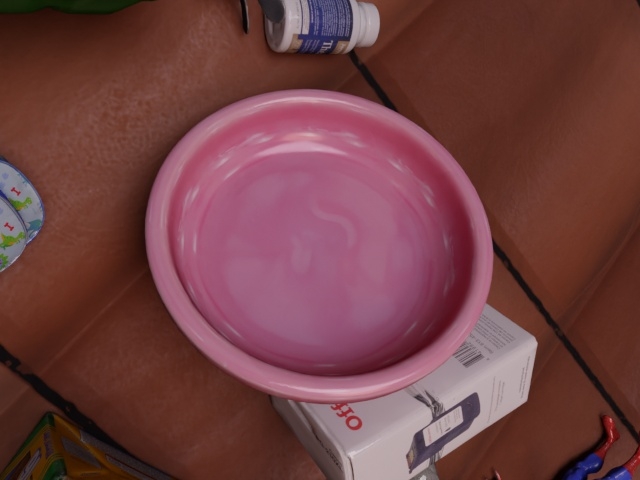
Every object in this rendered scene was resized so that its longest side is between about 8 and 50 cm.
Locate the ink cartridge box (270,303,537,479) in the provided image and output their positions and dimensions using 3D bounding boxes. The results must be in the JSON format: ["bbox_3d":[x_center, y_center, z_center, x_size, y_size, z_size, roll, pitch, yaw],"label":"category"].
[{"bbox_3d":[0.079,0.142,0.620,0.237,0.172,0.100,-23,128,-24],"label":"ink cartridge box"}]

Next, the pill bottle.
[{"bbox_3d":[0.003,-0.244,0.652,0.120,0.067,0.067,-7,93,-26],"label":"pill bottle"}]

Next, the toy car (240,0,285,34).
[{"bbox_3d":[-0.062,-0.311,0.581,0.148,0.155,0.189,-11,104,-26],"label":"toy car"}]

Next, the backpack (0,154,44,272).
[{"bbox_3d":[-0.295,-0.018,0.484,0.114,0.084,0.105,-45,141,-29],"label":"backpack"}]

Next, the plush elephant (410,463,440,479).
[{"bbox_3d":[0.030,0.369,0.552,0.330,0.272,0.255,-50,138,7],"label":"plush elephant"}]

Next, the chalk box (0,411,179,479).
[{"bbox_3d":[-0.235,0.329,0.473,0.180,0.179,0.289,40,74,-22],"label":"chalk box"}]

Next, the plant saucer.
[{"bbox_3d":[0.000,0.000,0.577,0.331,0.084,0.333,5,61,-8],"label":"plant saucer"}]

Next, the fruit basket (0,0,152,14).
[{"bbox_3d":[-0.266,-0.305,0.356,0.391,0.392,0.283,-10,94,-26],"label":"fruit basket"}]

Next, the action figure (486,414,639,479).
[{"bbox_3d":[0.343,0.334,0.807,0.280,0.091,0.139,-39,112,-22],"label":"action figure"}]
